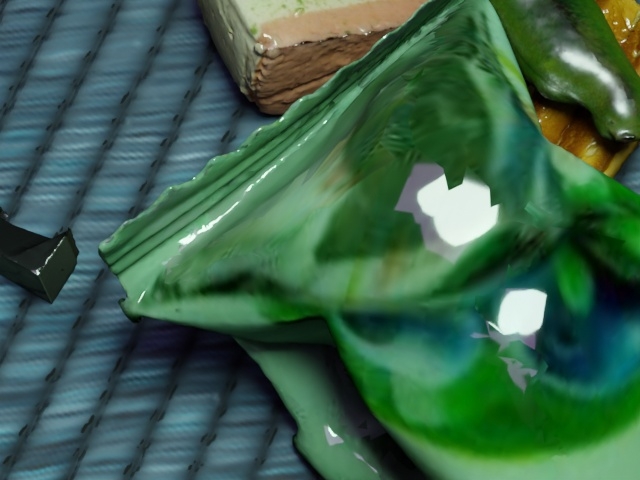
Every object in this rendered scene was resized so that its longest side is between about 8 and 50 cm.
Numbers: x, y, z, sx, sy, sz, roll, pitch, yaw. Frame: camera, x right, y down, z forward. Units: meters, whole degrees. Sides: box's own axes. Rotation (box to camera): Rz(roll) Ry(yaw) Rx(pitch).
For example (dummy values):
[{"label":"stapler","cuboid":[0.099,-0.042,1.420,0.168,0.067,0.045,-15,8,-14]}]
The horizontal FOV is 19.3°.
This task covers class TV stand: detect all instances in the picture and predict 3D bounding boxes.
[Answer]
[{"label":"TV stand","cuboid":[-0.254,-0.044,1.059,0.256,0.049,0.040,28,71,12]}]

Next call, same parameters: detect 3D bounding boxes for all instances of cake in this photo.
[{"label":"cake","cuboid":[0.035,-0.149,1.094,0.225,0.090,0.109,-15,65,-24]}]

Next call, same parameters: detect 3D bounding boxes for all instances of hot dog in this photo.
[{"label":"hot dog","cuboid":[0.145,-0.066,1.055,0.071,0.045,0.165,30,73,11]}]

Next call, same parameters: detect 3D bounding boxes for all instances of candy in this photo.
[{"label":"candy","cuboid":[0.120,0.069,0.929,0.398,0.172,0.263,43,82,13]}]

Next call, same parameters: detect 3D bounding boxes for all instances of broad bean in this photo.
[{"label":"broad bean","cuboid":[0.144,-0.189,1.061,0.144,0.049,0.292,13,63,8]}]
